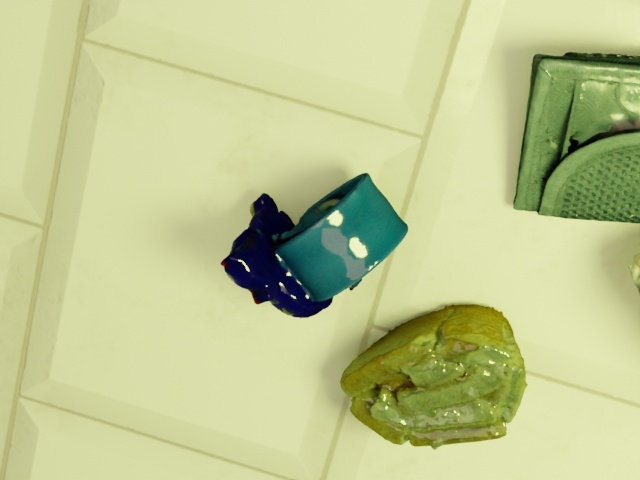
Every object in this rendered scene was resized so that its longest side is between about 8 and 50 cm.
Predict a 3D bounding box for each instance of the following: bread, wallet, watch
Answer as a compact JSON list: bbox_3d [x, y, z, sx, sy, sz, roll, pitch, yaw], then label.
[{"bbox_3d":[0.161,0.201,1.340,0.257,0.124,0.186,-16,104,14],"label":"bread"},{"bbox_3d":[0.427,-0.114,1.206,0.342,0.075,0.237,5,128,6],"label":"wallet"},{"bbox_3d":[0.005,0.002,1.270,0.200,0.196,0.171,-32,109,23],"label":"watch"}]

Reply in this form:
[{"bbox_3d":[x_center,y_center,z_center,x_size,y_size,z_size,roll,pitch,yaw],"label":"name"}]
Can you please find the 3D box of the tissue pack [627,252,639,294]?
[{"bbox_3d":[0.623,0.079,1.183,0.375,0.195,0.390,-30,117,13],"label":"tissue pack"}]
